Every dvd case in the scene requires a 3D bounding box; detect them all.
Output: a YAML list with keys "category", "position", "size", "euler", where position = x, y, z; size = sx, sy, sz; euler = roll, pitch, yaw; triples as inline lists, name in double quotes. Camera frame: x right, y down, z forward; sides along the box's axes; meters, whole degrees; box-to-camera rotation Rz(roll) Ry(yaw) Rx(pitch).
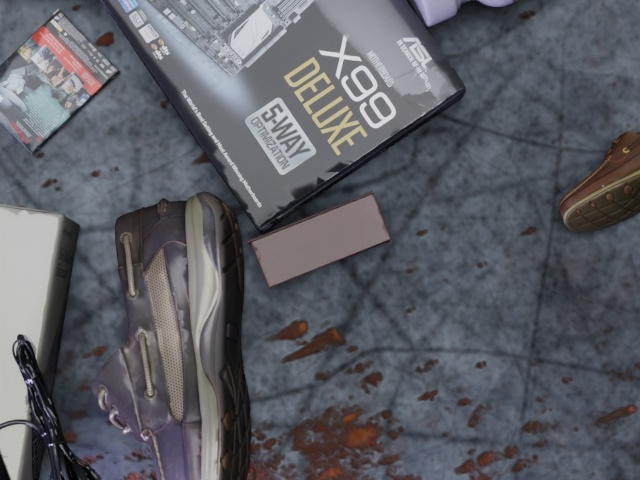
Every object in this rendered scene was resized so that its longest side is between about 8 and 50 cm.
- category: "dvd case"
  position: [-0.268, -0.155, 1.846]
  size: [0.119, 0.013, 0.087]
  euler: [-45, 86, -4]

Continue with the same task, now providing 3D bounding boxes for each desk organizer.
- category: "desk organizer"
  position: [0.000, 0.000, 1.815]
  size: [0.130, 0.047, 0.050]
  euler: [-22, 88, -1]

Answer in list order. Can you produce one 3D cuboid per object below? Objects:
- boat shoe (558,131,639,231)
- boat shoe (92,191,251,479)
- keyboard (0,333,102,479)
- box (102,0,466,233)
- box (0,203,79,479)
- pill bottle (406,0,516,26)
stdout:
- category: "boat shoe"
  position: [0.303, -0.071, 1.815]
  size: [0.178, 0.064, 0.060]
  euler: [-32, 55, -3]
- category: "boat shoe"
  position: [-0.140, 0.133, 1.777]
  size: [0.130, 0.132, 0.355]
  euler: [-3, 77, 10]
- category: "keyboard"
  position: [-0.320, 0.180, 1.701]
  size: [0.202, 0.033, 0.317]
  euler: [-22, 86, -1]
- category: "box"
  position: [-0.044, -0.197, 1.815]
  size: [0.242, 0.076, 0.307]
  euler: [-34, 85, -2]
- category: "box"
  position: [-0.300, 0.106, 1.777]
  size: [0.094, 0.113, 0.275]
  euler: [9, 87, 2]
- category: "pill bottle"
  position: [0.192, -0.313, 1.785]
  size: [0.265, 0.153, 0.153]
  euler: [-25, 86, -1]
